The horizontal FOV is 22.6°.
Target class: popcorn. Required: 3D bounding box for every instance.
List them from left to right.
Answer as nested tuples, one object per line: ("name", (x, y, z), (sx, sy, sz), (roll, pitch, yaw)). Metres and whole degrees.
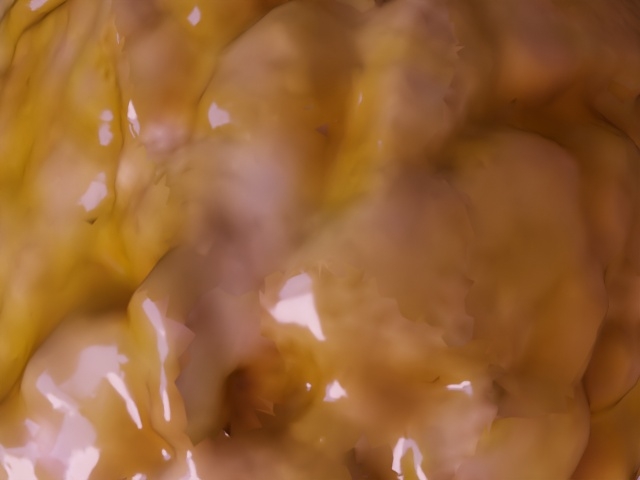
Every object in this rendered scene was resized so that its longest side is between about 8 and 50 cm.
("popcorn", (0.007, 0.011, 0.685), (0.344, 0.354, 0.390), (-43, 40, 20))
